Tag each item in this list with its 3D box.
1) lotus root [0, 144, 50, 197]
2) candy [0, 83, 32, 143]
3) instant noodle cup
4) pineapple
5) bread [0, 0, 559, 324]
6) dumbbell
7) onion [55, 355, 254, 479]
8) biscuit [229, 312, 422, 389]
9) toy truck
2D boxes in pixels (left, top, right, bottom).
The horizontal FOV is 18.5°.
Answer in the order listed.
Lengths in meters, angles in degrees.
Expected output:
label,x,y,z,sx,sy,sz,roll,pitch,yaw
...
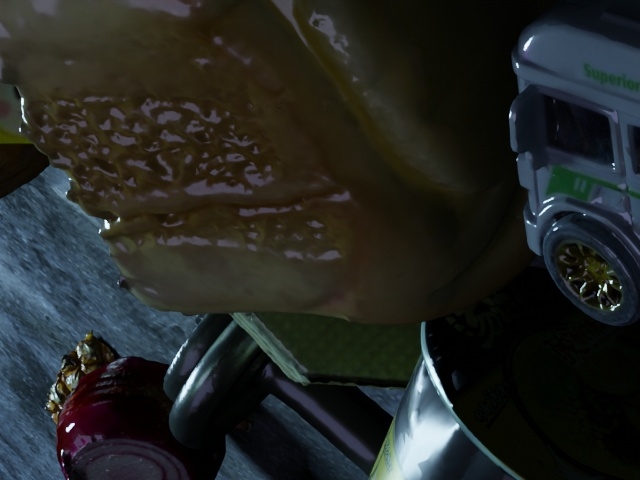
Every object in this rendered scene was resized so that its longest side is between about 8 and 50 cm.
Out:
label,x,y,z,sx,sy,sz,roll,pitch,yaw
lotus root,-0.277,-0.087,1.486,0.199,0.180,0.188,30,-166,23
candy,-0.226,-0.155,1.296,0.276,0.146,0.088,45,130,52
instant noodle cup,0.111,0.165,1.136,0.215,0.215,0.236,40,126,19
pineapple,-0.222,0.160,2.056,0.114,0.114,0.077,30,-166,2
bread,-0.007,-0.106,1.021,0.270,0.211,0.315,-3,136,33
dumbbell,0.013,0.117,1.369,0.290,0.192,0.192,41,157,11
onion,-0.147,0.170,1.863,0.173,0.198,0.135,47,-156,-42
biscuit,0.000,0.000,1.253,0.252,0.150,0.052,45,165,3
toy truck,0.242,-0.023,0.787,0.367,0.146,0.175,22,139,42
